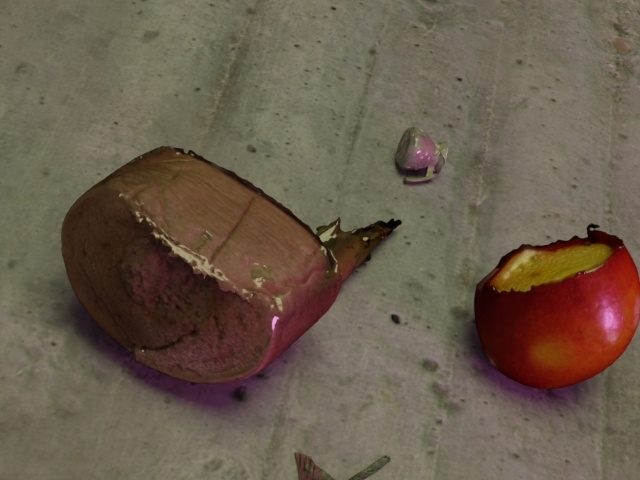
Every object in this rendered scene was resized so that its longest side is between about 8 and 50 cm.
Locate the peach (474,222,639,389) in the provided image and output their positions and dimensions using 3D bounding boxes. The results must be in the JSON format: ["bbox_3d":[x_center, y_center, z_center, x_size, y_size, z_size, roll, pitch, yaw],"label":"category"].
[{"bbox_3d":[0.299,0.075,1.913,0.190,0.226,0.196,0,45,-26],"label":"peach"}]

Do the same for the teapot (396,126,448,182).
[{"bbox_3d":[0.147,-0.119,2.194,0.064,0.064,0.083,15,73,-16],"label":"teapot"}]

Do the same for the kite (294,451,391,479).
[{"bbox_3d":[0.026,0.282,1.751,0.137,0.005,0.152,35,42,15],"label":"kite"}]

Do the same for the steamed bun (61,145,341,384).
[{"bbox_3d":[-0.151,0.044,1.806,0.301,0.199,0.251,36,26,6],"label":"steamed bun"}]

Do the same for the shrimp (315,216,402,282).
[{"bbox_3d":[0.008,-0.001,2.004,0.117,0.066,0.262,35,42,17],"label":"shrimp"}]
